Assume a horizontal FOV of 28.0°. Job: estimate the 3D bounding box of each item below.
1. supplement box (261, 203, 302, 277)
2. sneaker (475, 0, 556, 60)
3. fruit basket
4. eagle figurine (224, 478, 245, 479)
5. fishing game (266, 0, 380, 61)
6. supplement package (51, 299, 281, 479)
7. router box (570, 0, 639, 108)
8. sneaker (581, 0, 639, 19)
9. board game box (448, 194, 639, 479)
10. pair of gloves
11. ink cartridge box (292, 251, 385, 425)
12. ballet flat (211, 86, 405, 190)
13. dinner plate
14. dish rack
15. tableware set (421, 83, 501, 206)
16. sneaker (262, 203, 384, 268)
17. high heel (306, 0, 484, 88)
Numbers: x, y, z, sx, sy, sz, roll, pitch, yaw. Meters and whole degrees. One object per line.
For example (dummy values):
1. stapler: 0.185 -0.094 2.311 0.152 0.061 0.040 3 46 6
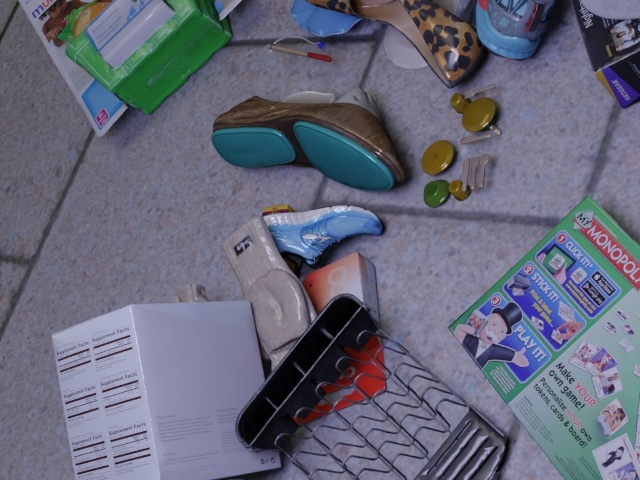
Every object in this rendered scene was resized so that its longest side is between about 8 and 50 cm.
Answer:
1. supplement box: -0.051 0.003 1.651 0.043 0.055 0.083 -7 60 37
2. sneaker: 0.244 -0.353 1.570 0.125 0.104 0.262 122 146 -55
3. fruit basket: -0.311 -0.388 2.010 0.327 0.165 0.353 -40 64 12
4. eagle figurine: -0.045 0.357 1.314 0.298 0.226 0.225 -24 85 48
5. fishing game: 0.040 -0.354 1.817 0.189 0.041 0.264 19 69 45
6. supplement package: -0.178 0.185 1.484 0.149 0.194 0.203 -20 76 38
7. router box: 0.401 -0.333 1.465 0.243 0.081 0.309 -26 49 25
8. sneaker: 0.403 -0.352 1.358 0.295 0.104 0.147 -36 26 32
9. board game box: 0.289 0.122 1.295 0.213 0.046 0.317 -44 44 8
10. pair of gloves: -0.098 0.114 1.572 0.240 0.042 0.204 -45 62 30
11. ink cartridge box: 0.002 0.119 1.542 0.145 0.045 0.179 -25 47 27
12. ballet flat: 0.000 -0.146 1.684 0.342 0.116 0.124 9 50 47
13. dinner plate: 0.141 -0.291 1.707 0.141 0.017 0.141 -21 53 31
14. dish rack: 0.058 0.211 1.392 0.208 0.074 0.271 -52 53 3
15. tableware set: 0.171 -0.114 1.566 0.104 0.024 0.154 -12 57 38
16. sneaker: 0.000 0.000 1.591 0.162 0.063 0.073 -9 77 6
17. high heel: 0.086 -0.274 1.650 0.261 0.093 0.186 0 62 22
